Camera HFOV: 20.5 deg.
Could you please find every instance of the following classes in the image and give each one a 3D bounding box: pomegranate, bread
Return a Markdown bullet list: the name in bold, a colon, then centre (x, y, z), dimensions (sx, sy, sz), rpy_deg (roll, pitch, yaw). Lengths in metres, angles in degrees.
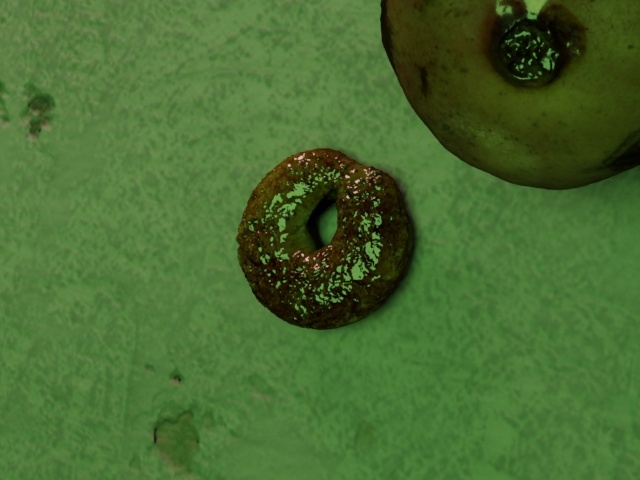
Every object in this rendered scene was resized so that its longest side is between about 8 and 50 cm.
- **pomegranate**: centre (0.207, -0.200, 1.497), dimensions (0.322, 0.322, 0.322), rpy_deg (1, 91, 30)
- **bread**: centre (0.000, 0.000, 1.744), dimensions (0.193, 0.064, 0.193), rpy_deg (-2, 87, 30)
